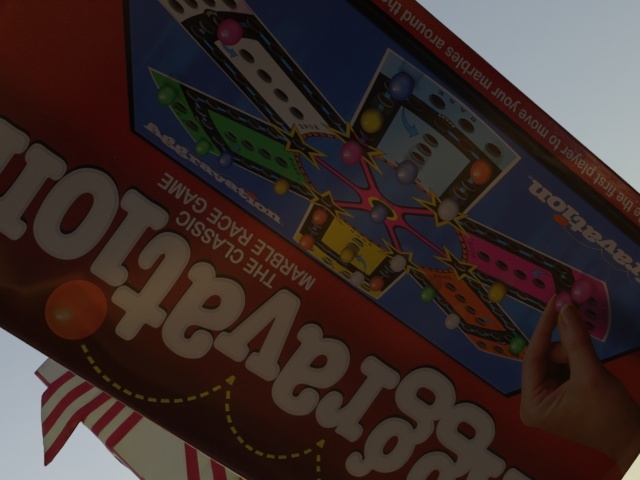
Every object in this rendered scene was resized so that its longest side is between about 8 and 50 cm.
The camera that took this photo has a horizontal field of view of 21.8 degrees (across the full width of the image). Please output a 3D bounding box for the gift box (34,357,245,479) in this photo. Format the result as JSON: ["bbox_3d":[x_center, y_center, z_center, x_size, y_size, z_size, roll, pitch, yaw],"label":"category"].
[{"bbox_3d":[-0.089,0.158,1.511,0.276,0.255,0.258,-50,-39,-12],"label":"gift box"}]

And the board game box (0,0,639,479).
[{"bbox_3d":[0.000,0.000,0.497,0.281,0.027,0.145,36,-90,-29],"label":"board game box"}]
